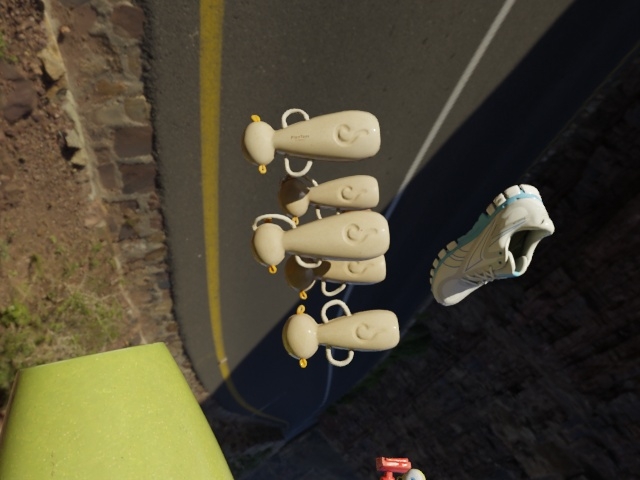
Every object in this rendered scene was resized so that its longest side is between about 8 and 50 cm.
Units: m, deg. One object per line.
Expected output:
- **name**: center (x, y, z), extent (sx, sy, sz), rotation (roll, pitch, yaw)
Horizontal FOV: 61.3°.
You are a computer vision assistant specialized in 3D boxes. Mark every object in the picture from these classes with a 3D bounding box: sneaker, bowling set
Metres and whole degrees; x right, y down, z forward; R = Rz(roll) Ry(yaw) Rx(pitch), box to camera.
- **sneaker**: center (0.205, 0.025, 0.659), extent (0.071, 0.083, 0.191), rotation (16, 126, -25)
- **bowling set**: center (0.000, 0.000, 0.663), extent (0.154, 0.287, 0.200), rotation (-5, 176, 1)

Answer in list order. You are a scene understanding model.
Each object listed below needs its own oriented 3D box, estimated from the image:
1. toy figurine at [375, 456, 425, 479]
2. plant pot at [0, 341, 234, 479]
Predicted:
- **toy figurine**: center (0.004, 0.444, 0.635), extent (0.217, 0.363, 0.191), rotation (11, 141, -12)
- **plant pot**: center (-0.195, 0.255, 0.513), extent (0.274, 0.294, 0.275), rotation (-11, 172, -1)
